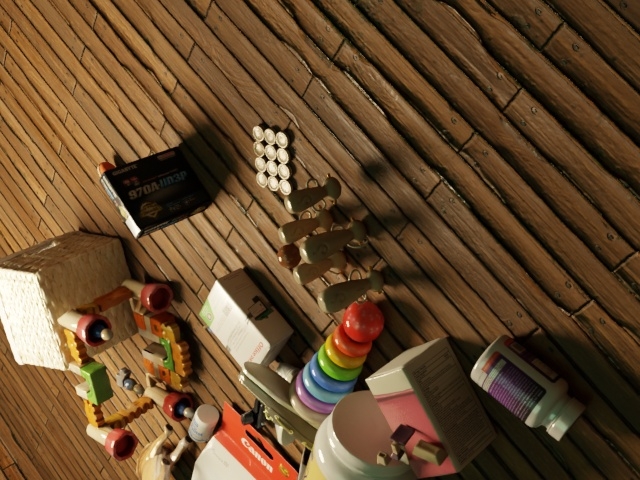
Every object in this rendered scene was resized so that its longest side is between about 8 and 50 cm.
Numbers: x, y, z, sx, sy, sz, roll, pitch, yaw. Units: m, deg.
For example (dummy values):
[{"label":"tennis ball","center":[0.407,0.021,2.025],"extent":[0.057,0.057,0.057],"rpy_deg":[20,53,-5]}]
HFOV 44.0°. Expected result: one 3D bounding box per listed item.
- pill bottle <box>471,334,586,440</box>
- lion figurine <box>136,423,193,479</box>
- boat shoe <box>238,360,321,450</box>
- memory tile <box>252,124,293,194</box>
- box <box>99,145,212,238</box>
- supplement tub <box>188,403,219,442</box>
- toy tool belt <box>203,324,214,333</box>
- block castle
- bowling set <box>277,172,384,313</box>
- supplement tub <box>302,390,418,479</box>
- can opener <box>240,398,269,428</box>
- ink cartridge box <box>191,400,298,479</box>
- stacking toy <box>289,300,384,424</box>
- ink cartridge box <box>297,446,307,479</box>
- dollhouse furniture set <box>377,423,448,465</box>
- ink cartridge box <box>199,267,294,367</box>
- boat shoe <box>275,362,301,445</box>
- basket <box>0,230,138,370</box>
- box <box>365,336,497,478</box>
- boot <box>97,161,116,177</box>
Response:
[{"label":"pill bottle","center":[0.381,0.271,1.446],"extent":[0.193,0.108,0.108],"rpy_deg":[40,133,24]},{"label":"lion figurine","center":[-0.493,0.727,2.409],"extent":[0.142,0.392,0.240],"rpy_deg":[33,105,-14]},{"label":"boat shoe","center":[-0.080,0.404,1.890],"extent":[0.305,0.109,0.091],"rpy_deg":[38,107,-10]},{"label":"memory tile","center":[-0.106,-0.181,1.772],"extent":[0.113,0.012,0.148],"rpy_deg":[19,123,38]},{"label":"box","center":[-0.400,-0.120,1.939],"extent":[0.175,0.220,0.051],"rpy_deg":[57,140,8]},{"label":"supplement tub","center":[-0.342,0.536,2.319],"extent":[0.071,0.071,0.107],"rpy_deg":[43,135,20]},{"label":"toy tool belt","center":[-0.269,0.238,2.112],"extent":[0.083,0.051,0.052],"rpy_deg":[23,125,35]},{"label":"block castle","center":[-0.526,0.359,2.242],"extent":[0.212,0.303,0.454],"rpy_deg":[14,120,39]},{"label":"bowling set","center":[0.000,0.000,1.689],"extent":[0.199,0.154,0.287],"rpy_deg":[9,119,63]},{"label":"supplement tub","center":[0.087,0.520,1.762],"extent":[0.241,0.241,0.332],"rpy_deg":[36,131,27]},{"label":"can opener","center":[-0.160,0.453,2.079],"extent":[0.059,0.073,0.186],"rpy_deg":[53,151,16]},{"label":"ink cartridge box","center":[-0.225,0.689,2.260],"extent":[0.308,0.091,0.385],"rpy_deg":[39,136,26]},{"label":"stacking toy","center":[0.043,0.260,1.765],"extent":[0.141,0.141,0.330],"rpy_deg":[42,129,22]},{"label":"ink cartridge box","center":[-0.054,0.710,1.964],"extent":[0.069,0.371,0.176],"rpy_deg":[10,123,1]},{"label":"dollhouse furniture set","center":[0.183,0.431,1.529],"extent":[0.114,0.091,0.081],"rpy_deg":[16,136,37]},{"label":"ink cartridge box","center":[-0.187,0.206,1.985],"extent":[0.219,0.092,0.160],"rpy_deg":[48,136,15]},{"label":"boat shoe","center":[-0.087,0.411,2.009],"extent":[0.081,0.079,0.228],"rpy_deg":[29,122,41]},{"label":"basket","center":[-0.745,0.169,2.352],"extent":[0.266,0.328,0.332],"rpy_deg":[1,110,40]},{"label":"box","center":[0.224,0.338,1.604],"extent":[0.126,0.148,0.232],"rpy_deg":[-30,87,49]},{"label":"boot","center":[-0.547,-0.175,2.182],"extent":[0.158,0.059,0.085],"rpy_deg":[43,132,9]}]
